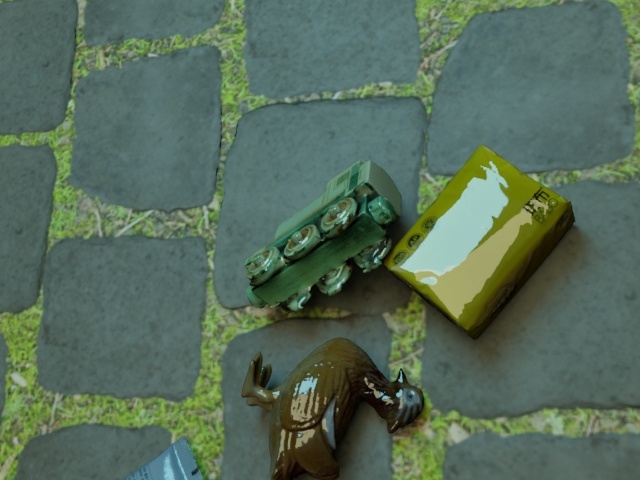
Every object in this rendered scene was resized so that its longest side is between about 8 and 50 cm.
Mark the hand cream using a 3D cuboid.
[{"bbox_3d":[-0.243,0.321,0.888,0.271,0.058,0.091,-33,52,0],"label":"hand cream"}]

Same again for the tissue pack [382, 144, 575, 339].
[{"bbox_3d":[0.164,0.002,0.851,0.120,0.082,0.169,39,86,25],"label":"tissue pack"}]

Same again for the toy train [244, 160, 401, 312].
[{"bbox_3d":[0.000,0.000,0.886,0.194,0.081,0.125,-33,23,25],"label":"toy train"}]

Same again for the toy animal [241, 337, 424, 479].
[{"bbox_3d":[0.004,0.190,0.840,0.179,0.089,0.188,17,72,10],"label":"toy animal"}]
